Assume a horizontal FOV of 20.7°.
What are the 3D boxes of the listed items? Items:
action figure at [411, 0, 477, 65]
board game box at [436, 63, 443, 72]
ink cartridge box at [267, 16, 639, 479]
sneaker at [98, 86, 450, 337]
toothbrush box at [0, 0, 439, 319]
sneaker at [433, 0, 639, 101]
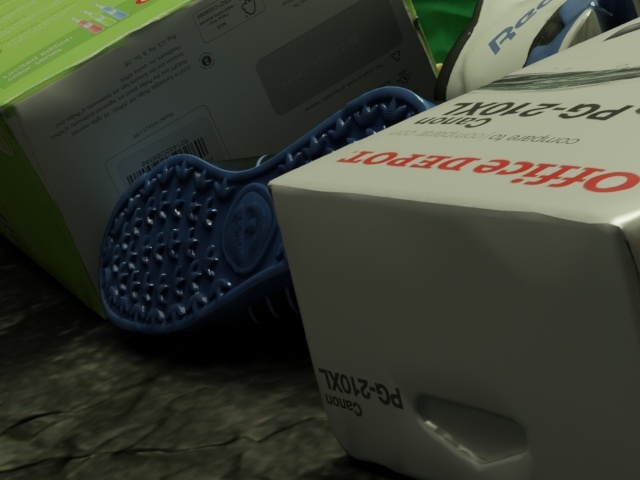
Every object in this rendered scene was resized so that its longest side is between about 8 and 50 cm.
[{"bbox_3d":[0.107,-0.129,0.987,0.232,0.137,0.063,12,18,42],"label":"action figure"},{"bbox_3d":[-0.045,-0.056,0.999,0.259,0.039,0.124,-2,23,32],"label":"board game box"},{"bbox_3d":[0.129,-0.010,0.562,0.237,0.100,0.172,-25,18,-30],"label":"ink cartridge box"},{"bbox_3d":[0.000,0.000,0.715,0.090,0.081,0.232,15,-19,-37],"label":"sneaker"},{"bbox_3d":[-0.100,-0.096,0.921,0.206,0.122,0.283,-32,28,-17],"label":"toothbrush box"},{"bbox_3d":[0.173,-0.115,0.818,0.315,0.127,0.182,-26,21,-26],"label":"sneaker"}]
